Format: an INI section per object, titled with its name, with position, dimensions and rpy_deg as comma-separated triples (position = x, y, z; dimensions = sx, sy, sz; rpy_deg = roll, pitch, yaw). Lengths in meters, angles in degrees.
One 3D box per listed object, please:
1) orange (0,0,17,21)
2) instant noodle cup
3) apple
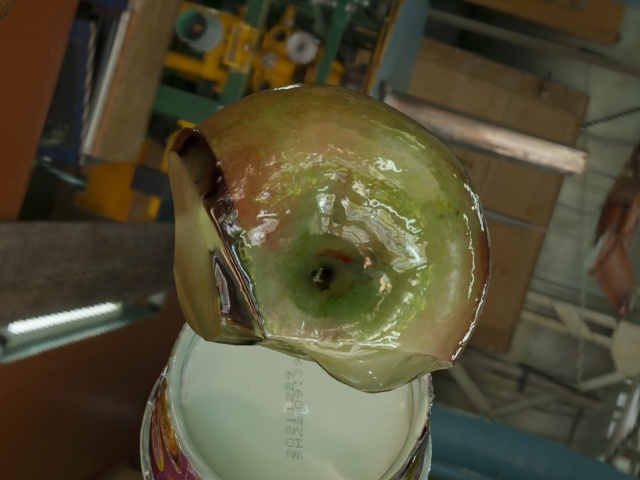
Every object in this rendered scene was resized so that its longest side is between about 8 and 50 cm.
[orange]
position = -0.280, -0.200, 0.577
dimensions = 0.264, 0.264, 0.264
rpy_deg = 18, 90, -81
[instant noodle cup]
position = -0.026, 0.184, 1.093
dimensions = 0.266, 0.340, 0.340
rpy_deg = 104, 6, -69
[apple]
position = 0.000, 0.000, 0.644
dimensions = 0.174, 0.207, 0.188
rpy_deg = -56, -176, -2
